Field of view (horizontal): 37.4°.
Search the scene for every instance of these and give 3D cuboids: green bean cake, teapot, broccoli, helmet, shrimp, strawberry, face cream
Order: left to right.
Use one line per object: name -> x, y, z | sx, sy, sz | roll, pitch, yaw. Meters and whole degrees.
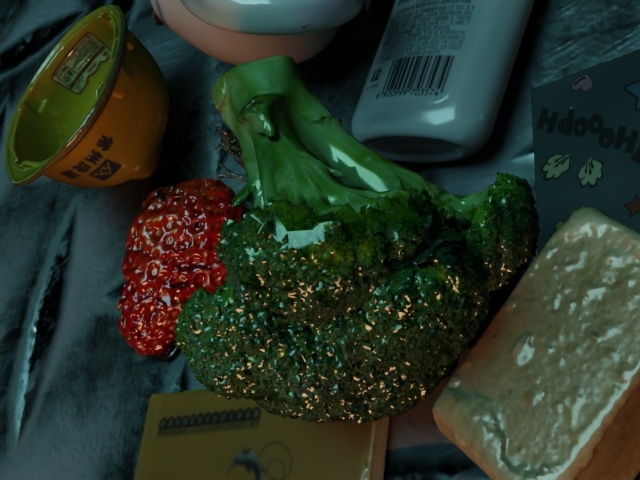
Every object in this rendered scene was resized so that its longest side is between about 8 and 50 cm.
helmet -> -0.239, -0.133, 1.056 | 0.205, 0.140, 0.257 | -39, 39, 21
strawberry -> -0.143, 0.022, 0.921 | 0.121, 0.082, 0.188 | 19, 77, 44
shrimp -> -0.040, -0.062, 0.887 | 0.174, 0.076, 0.082 | 44, 111, 38
teapot -> -0.026, -0.294, 0.902 | 0.279, 0.252, 0.424 | -4, 35, 3
broccoli -> 0.000, 0.000, 0.666 | 0.269, 0.254, 0.269 | 9, 102, 46
face cream -> 0.121, -0.207, 0.816 | 0.144, 0.071, 0.291 | 3, 68, 46
green bean cake -> 0.165, 0.079, 0.592 | 0.109, 0.085, 0.179 | 36, 93, 47

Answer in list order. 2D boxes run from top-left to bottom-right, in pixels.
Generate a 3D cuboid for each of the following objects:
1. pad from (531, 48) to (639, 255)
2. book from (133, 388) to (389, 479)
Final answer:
pad -> 0.260, -0.078, 0.659 | 0.245, 0.006, 0.170 | -17, 56, 35
book -> -0.074, 0.298, 0.724 | 0.268, 0.032, 0.389 | -13, 58, 36
